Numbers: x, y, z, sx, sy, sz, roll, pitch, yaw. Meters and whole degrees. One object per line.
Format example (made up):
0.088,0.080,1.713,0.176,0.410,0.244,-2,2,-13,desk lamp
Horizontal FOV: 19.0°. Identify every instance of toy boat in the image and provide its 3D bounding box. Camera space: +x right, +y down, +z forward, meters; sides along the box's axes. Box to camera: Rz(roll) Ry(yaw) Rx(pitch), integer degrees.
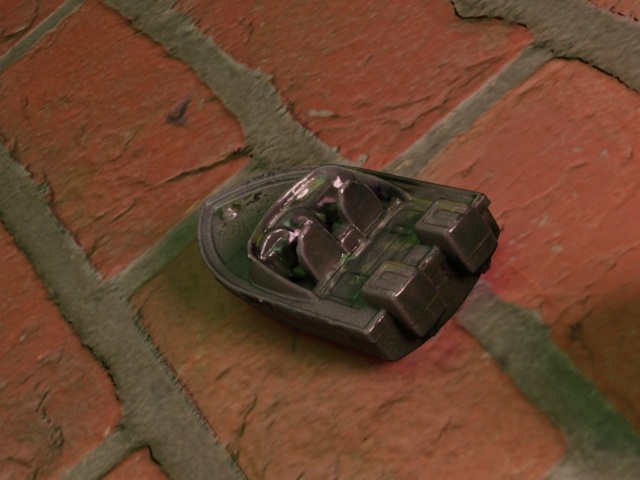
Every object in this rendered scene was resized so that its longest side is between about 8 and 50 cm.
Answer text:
0.000,0.000,1.469,0.141,0.092,0.319,-49,33,-18,toy boat
